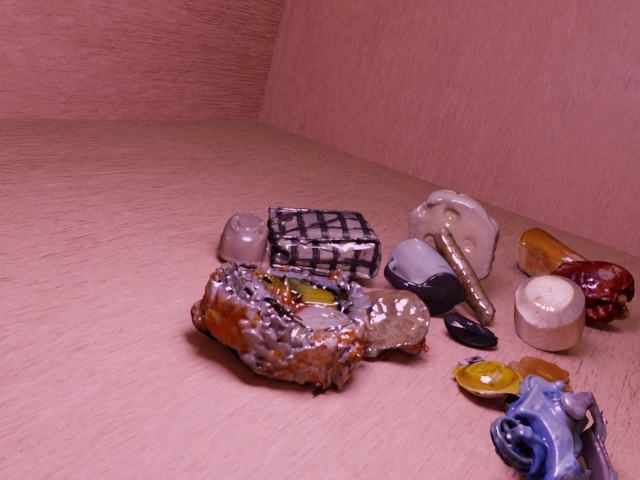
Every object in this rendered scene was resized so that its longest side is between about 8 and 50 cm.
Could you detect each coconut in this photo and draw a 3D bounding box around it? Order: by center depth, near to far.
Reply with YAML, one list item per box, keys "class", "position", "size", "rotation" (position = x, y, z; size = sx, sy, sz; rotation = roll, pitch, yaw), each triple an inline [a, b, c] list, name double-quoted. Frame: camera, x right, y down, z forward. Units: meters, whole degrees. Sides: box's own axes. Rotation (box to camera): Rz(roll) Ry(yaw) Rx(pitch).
- class: "coconut"
  position: [0.655, 0.211, 1.928]
  size: [0.202, 0.222, 0.202]
  rotation: [-10, 47, 11]

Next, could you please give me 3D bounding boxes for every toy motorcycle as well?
- class: "toy motorcycle"
  position: [0.454, 0.375, 1.261]
  size: [0.241, 0.182, 0.319]
  rotation: [22, 23, 25]

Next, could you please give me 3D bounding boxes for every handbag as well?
- class: "handbag"
  position: [0.000, 0.000, 2.084]
  size: [0.327, 0.163, 0.325]
  rotation: [6, 17, -9]

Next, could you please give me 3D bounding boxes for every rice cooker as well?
- class: "rice cooker"
  position: [-0.220, -0.001, 1.954]
  size: [0.145, 0.127, 0.206]
  rotation: [14, 26, -5]

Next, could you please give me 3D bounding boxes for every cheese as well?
- class: "cheese"
  position: [0.415, 0.322, 1.521]
  size: [0.250, 0.064, 0.156]
  rotation: [6, 16, 41]
- class: "cheese"
  position: [0.408, 0.005, 2.152]
  size: [0.318, 0.326, 0.115]
  rotation: [58, 24, 4]

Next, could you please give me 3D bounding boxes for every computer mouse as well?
- class: "computer mouse"
  position: [0.402, 0.251, 1.820]
  size: [0.172, 0.057, 0.099]
  rotation: [24, 14, -11]

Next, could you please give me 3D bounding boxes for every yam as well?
- class: "yam"
  position: [0.431, 0.106, 2.020]
  size: [0.071, 0.067, 0.317]
  rotation: [16, 43, -60]

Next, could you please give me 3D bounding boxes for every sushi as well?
- class: "sushi"
  position: [-0.066, 0.163, 1.492]
  size: [0.417, 0.176, 0.417]
  rotation: [14, 18, -4]

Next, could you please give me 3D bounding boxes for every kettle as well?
- class: "kettle"
  position: [0.287, 0.109, 1.981]
  size: [0.221, 0.161, 0.236]
  rotation: [11, 21, -22]

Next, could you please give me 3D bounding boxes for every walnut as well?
- class: "walnut"
  position: [0.893, 0.173, 2.246]
  size: [0.269, 0.222, 0.244]
  rotation: [19, -16, 39]

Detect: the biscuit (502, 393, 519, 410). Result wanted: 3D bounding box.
- class: "biscuit"
  position: [0.492, 0.395, 1.494]
  size: [0.175, 0.026, 0.124]
  rotation: [23, 18, 23]

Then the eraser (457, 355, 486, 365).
- class: "eraser"
  position: [0.382, 0.305, 1.689]
  size: [0.099, 0.019, 0.027]
  rotation: [-2, 24, -40]

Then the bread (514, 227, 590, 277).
- class: "bread"
  position: [0.891, 0.088, 2.507]
  size: [0.236, 0.183, 0.388]
  rotation: [6, 20, -35]

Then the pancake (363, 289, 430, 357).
- class: "pancake"
  position: [0.148, 0.201, 1.638]
  size: [0.236, 0.042, 0.222]
  rotation: [-26, 39, -16]

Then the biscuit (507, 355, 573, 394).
- class: "biscuit"
  position: [0.552, 0.345, 1.685]
  size: [0.166, 0.036, 0.225]
  rotation: [22, 16, 19]

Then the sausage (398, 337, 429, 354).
- class: "sausage"
  position: [0.176, 0.222, 1.691]
  size: [0.234, 0.071, 0.071]
  rotation: [29, 22, 36]
